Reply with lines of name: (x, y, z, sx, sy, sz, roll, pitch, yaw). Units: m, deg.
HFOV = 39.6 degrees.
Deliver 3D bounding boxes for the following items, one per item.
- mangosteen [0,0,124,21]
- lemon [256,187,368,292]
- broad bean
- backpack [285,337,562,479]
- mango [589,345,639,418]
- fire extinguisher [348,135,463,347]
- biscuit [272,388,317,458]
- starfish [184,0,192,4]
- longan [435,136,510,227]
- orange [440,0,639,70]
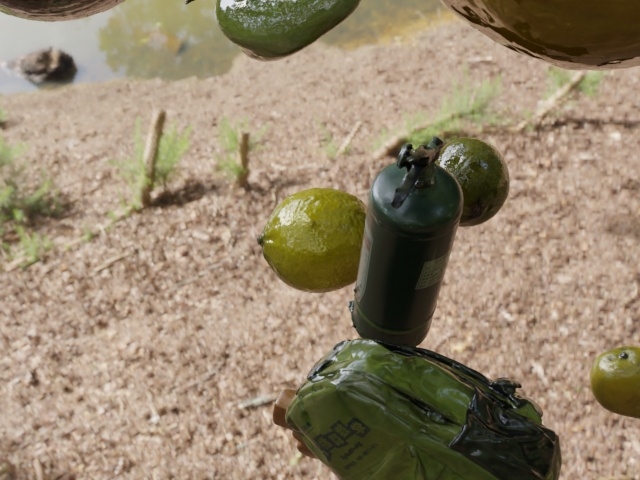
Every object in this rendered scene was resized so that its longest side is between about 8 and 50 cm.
mangosteen: (-0.229, -0.235, 0.575, 0.289, 0.231, 0.231, -30, 45, -5)
lemon: (0.000, 0.000, 1.606, 0.231, 0.192, 0.192, -4, 41, -13)
broad bean: (-0.048, -0.379, 1.404, 0.263, 0.121, 0.189, -24, 57, 30)
backpack: (0.094, 0.189, 0.864, 0.253, 0.207, 0.140, 34, 52, -6)
mango: (0.575, 0.263, 1.597, 0.195, 0.137, 0.098, 31, 31, -19)
fire extinguisher: (0.084, -0.005, 0.869, 0.093, 0.294, 0.118, 23, 54, 14)
biscuit: (0.088, 0.251, 1.207, 0.306, 0.284, 0.043, 7, 55, 0)
starfish: (-0.202, -0.435, 1.557, 0.091, 0.028, 0.078, -2, -11, -39)
longan: (0.249, -0.106, 1.534, 0.155, 0.145, 0.176, -44, 43, 27)
orange: (0.170, -0.235, 0.500, 0.279, 0.235, 0.279, -19, 45, 20)
